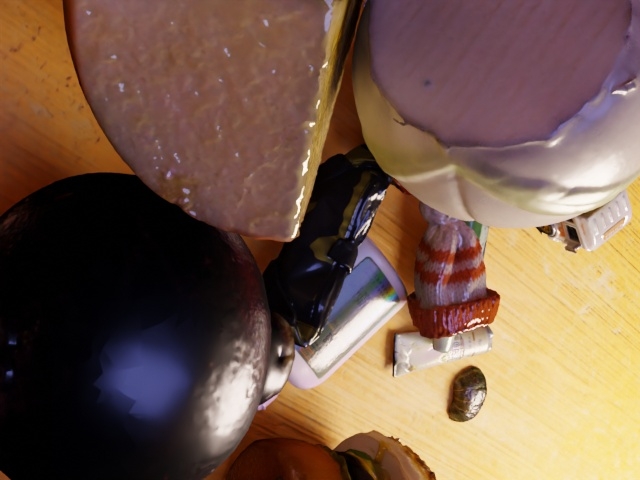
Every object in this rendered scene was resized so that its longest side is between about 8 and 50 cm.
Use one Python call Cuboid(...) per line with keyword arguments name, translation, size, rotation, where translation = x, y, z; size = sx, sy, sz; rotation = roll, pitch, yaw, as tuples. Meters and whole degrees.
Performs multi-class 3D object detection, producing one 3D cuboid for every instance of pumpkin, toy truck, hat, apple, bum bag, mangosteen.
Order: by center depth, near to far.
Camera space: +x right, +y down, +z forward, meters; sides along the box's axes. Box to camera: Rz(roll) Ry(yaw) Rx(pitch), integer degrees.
Cuboid(name="apple", translation=(-0.058, -0.185, 0.812), size=(0.252, 0.309, 0.314), rotation=(-31, 113, 19))
Cuboid(name="mangosteen", translation=(-0.162, 0.093, 0.847), size=(0.313, 0.297, 0.297), rotation=(20, 98, -27))
Cuboid(name="bum bag", translation=(0.000, 0.000, 1.003), size=(0.060, 0.106, 0.232), rotation=(39, 72, -43))
Cuboid(name="hat", translation=(0.142, 0.018, 1.065), size=(0.112, 0.093, 0.162), rotation=(-11, 104, -40))
Cuboid(name="toy truck", translation=(0.305, -0.091, 1.164), size=(0.098, 0.114, 0.227), rotation=(-36, 124, -14))
Cuboid(name="pumpkin", translation=(0.201, 0.212, 1.279), size=(0.050, 0.028, 0.083), rotation=(-3, 115, -32))

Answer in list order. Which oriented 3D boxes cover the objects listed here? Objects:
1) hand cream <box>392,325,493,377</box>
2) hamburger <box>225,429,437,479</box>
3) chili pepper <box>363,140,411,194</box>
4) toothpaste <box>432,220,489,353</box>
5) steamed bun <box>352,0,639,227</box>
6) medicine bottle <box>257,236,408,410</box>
Cuboid(name="hand cream", translation=(0.155, 0.133, 1.215), size=(0.143, 0.039, 0.061), rotation=(-10, 114, -23))
Cuboid(name="hamburger", translation=(0.020, 0.350, 1.080), size=(0.225, 0.291, 0.291), rotation=(9, 105, -28))
Cuboid(name="chili pepper", translation=(0.090, -0.094, 1.053), size=(0.086, 0.084, 0.192), rotation=(35, 85, -26))
Cuboid(name="toothpaste", translation=(0.173, -0.046, 1.124), size=(0.061, 0.099, 0.392), rotation=(9, 108, 6))
Cuboid(name="steamed bun", translation=(0.185, -0.148, 0.905), size=(0.309, 0.309, 0.309), rotation=(-12, 115, -27))
Cuboid(name="medicine bottle", translation=(-0.010, 0.094, 1.071), size=(0.219, 0.078, 0.115), rotation=(-43, 126, -10))
